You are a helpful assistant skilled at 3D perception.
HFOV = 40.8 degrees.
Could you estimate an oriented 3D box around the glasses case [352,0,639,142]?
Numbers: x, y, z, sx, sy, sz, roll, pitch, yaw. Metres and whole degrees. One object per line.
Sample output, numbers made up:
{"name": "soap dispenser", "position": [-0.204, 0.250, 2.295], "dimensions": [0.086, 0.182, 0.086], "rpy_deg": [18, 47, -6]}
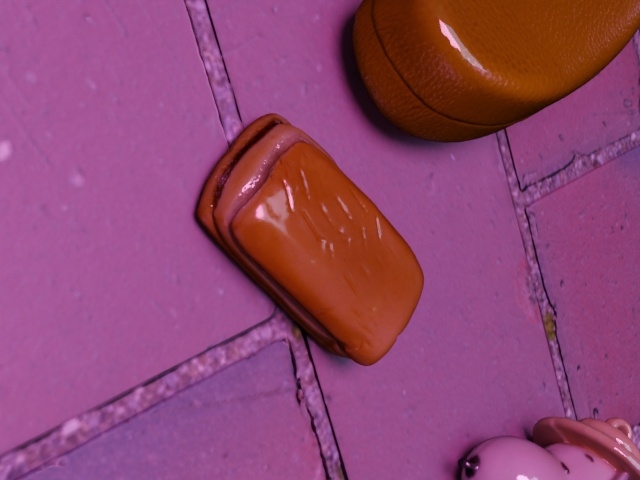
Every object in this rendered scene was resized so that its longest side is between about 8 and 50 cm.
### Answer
{"name": "glasses case", "position": [0.179, -0.209, 0.801], "dimensions": [0.371, 0.141, 0.173], "rpy_deg": [-39, 97, -37]}

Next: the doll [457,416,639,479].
{"name": "doll", "position": [0.214, 0.304, 0.809], "dimensions": [0.208, 0.144, 0.272], "rpy_deg": [3, 81, -21]}

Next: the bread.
{"name": "bread", "position": [0.000, 0.000, 0.672], "dimensions": [0.200, 0.077, 0.116], "rpy_deg": [48, 66, -28]}
